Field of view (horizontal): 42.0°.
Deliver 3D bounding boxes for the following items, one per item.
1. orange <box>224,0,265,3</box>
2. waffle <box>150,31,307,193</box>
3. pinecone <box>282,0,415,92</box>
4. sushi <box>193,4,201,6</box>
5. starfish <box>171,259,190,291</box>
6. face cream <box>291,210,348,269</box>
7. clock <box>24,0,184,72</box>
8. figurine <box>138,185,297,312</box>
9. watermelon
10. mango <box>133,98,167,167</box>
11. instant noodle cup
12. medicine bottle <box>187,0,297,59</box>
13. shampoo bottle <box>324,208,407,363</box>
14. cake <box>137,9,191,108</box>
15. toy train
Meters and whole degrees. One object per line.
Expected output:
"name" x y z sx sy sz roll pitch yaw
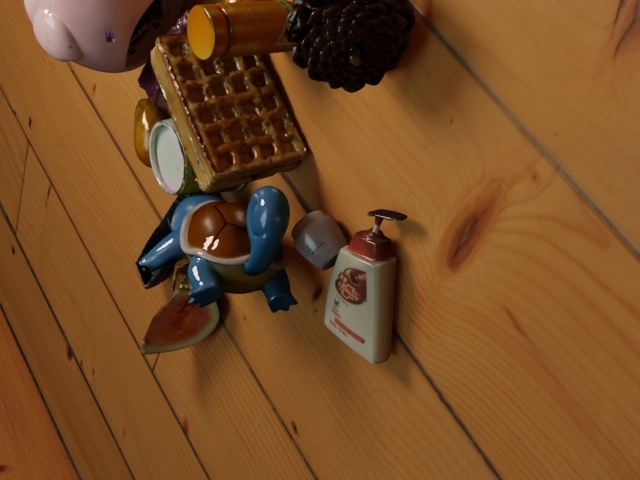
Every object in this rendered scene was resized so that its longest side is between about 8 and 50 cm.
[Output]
"orange" -0.143 -0.443 1.587 0.084 0.084 0.083 23 120 48
"waffle" -0.178 -0.257 1.586 0.091 0.213 0.308 -39 71 57
"pinecone" 0.038 -0.339 1.294 0.208 0.208 0.207 23 120 48
"sushi" -0.245 -0.437 1.771 0.126 0.026 0.120 23 120 47
"starfish" -0.328 0.066 1.984 0.041 0.130 0.133 35 144 3
"face cream" 0.000 0.000 1.547 0.095 0.091 0.091 52 139 16
"clock" -0.433 -0.537 1.709 0.251 0.368 0.376 29 153 10
"figurine" -0.185 0.022 1.626 0.416 0.298 0.242 1 93 61
"watermelon" -0.308 0.178 1.998 0.128 0.159 0.303 40 133 0
"mango" -0.401 -0.256 1.999 0.115 0.089 0.164 26 120 57
"instant noodle cup" -0.263 -0.183 1.782 0.205 0.153 0.204 25 123 46
"medicine bottle" -0.135 -0.381 1.502 0.096 0.192 0.096 22 120 47
"shampoo bottle" 0.085 0.064 1.469 0.153 0.071 0.284 37 131 39
"cake" -0.274 -0.369 1.717 0.295 0.116 0.112 -42 64 48
"toy train" -0.349 -0.004 2.014 0.086 0.089 0.409 62 143 14
